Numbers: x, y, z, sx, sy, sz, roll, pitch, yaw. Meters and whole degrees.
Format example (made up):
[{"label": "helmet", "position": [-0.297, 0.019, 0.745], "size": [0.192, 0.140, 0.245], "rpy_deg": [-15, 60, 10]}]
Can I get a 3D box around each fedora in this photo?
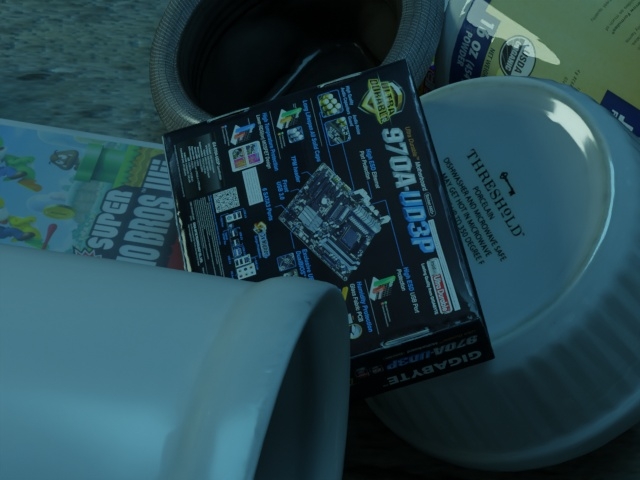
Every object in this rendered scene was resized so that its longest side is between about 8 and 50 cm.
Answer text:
[{"label": "fedora", "position": [-0.009, -0.134, 1.525], "size": [0.244, 0.124, 0.275], "rpy_deg": [-10, 46, 11]}]

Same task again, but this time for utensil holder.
[{"label": "utensil holder", "position": [-0.205, 0.154, 1.016], "size": [0.386, 0.327, 0.327], "rpy_deg": [9, 39, 9]}]

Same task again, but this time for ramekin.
[{"label": "ramekin", "position": [0.118, 0.011, 1.277], "size": [0.273, 0.127, 0.273], "rpy_deg": [-15, 55, 23]}]

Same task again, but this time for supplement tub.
[{"label": "supplement tub", "position": [0.266, -0.108, 1.458], "size": [0.228, 0.228, 0.316], "rpy_deg": [-25, 47, -31]}]

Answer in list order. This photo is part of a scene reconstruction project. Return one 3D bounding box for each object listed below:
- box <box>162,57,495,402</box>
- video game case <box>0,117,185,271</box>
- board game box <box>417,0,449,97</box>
[{"label": "box", "position": [0.000, 0.000, 1.213], "size": [0.175, 0.051, 0.220], "rpy_deg": [-18, 54, 5]}, {"label": "video game case", "position": [-0.181, -0.010, 1.316], "size": [0.285, 0.025, 0.204], "rpy_deg": [9, 39, 4]}, {"label": "board game box", "position": [0.106, -0.194, 1.697], "size": [0.147, 0.045, 0.193], "rpy_deg": [-22, 45, -29]}]
